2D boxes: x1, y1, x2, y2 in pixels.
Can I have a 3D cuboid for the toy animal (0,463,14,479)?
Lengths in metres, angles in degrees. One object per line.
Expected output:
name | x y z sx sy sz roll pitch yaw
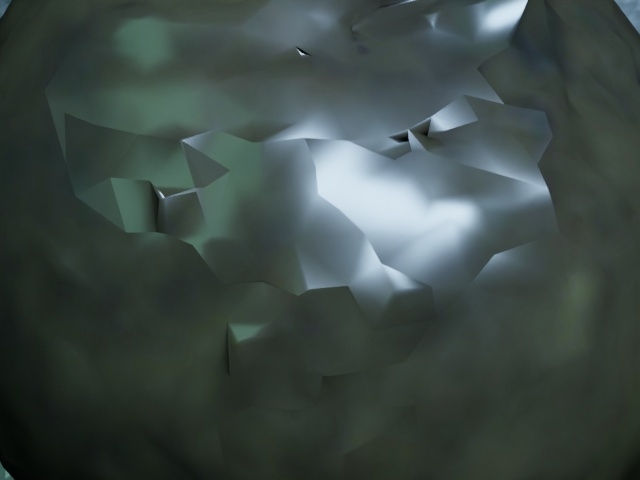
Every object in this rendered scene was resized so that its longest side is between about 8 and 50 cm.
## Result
toy animal | -0.165 0.078 0.914 0.208 0.154 0.325 -3 56 46

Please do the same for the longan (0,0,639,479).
longan | 0.000 0.000 0.644 0.391 0.391 0.391 -24 46 28
